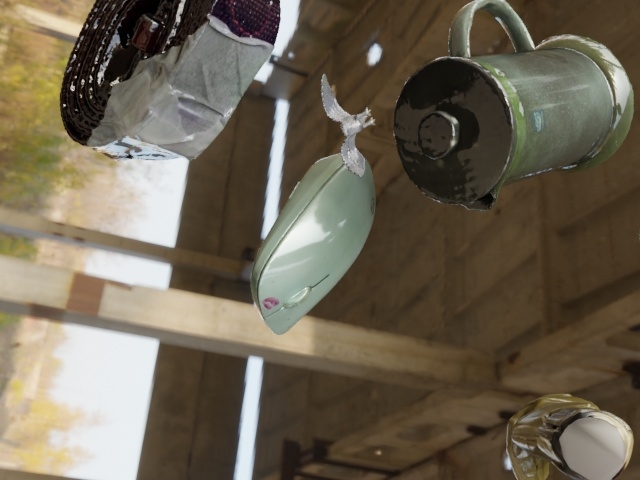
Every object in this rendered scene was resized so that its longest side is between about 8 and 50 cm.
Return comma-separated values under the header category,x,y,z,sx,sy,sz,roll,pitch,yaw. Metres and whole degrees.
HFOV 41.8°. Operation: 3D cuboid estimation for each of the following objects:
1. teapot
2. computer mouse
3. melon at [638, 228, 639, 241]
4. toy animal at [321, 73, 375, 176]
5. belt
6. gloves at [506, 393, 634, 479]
category,x,y,z,sx,sy,sz,roll,pitch,yaw
teapot,0.245,-0.191,1.120,0.200,0.337,0.270,-11,-85,46
computer mouse,0.006,0.001,1.177,0.159,0.097,0.288,76,34,-49
melon,0.507,0.025,0.792,0.343,0.331,0.226,-21,-128,14
toy animal,0.027,-0.094,0.660,0.028,0.050,0.084,-10,-79,53
belt,-0.168,-0.217,0.978,0.184,0.164,0.289,42,-76,27
gloves,0.354,0.296,1.233,0.141,0.154,0.331,62,-5,13
